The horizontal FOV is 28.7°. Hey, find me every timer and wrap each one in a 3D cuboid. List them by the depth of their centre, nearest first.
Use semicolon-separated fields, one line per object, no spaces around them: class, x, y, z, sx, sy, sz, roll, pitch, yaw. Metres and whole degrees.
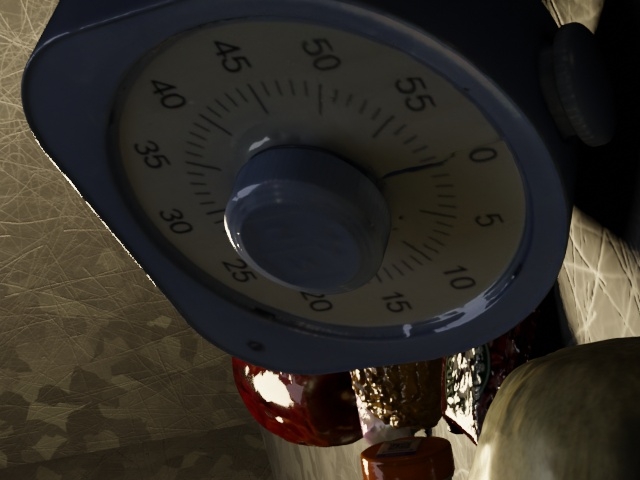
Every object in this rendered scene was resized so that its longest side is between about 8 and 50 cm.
timer;0.015;-0.062;0.874;0.395;0.395;0.173;90;-167;-48

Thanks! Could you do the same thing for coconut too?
coconut;0.166;0.162;0.651;0.224;0.224;0.224;171;90;-81

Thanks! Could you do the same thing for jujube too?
jujube;-0.012;0.194;1.828;0.318;0.223;0.223;-163;64;-70

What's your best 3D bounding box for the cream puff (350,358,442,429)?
cream puff;0.089;0.134;1.366;0.165;0.115;0.150;116;146;-73

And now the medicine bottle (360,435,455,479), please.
medicine bottle;0.110;0.359;1.329;0.157;0.157;0.288;-163;64;-80

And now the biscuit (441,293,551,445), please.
biscuit;0.142;0.106;1.107;0.235;0.063;0.151;155;120;-82

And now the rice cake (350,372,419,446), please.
rice cake;0.059;0.112;1.667;0.073;0.056;0.365;-37;51;33
